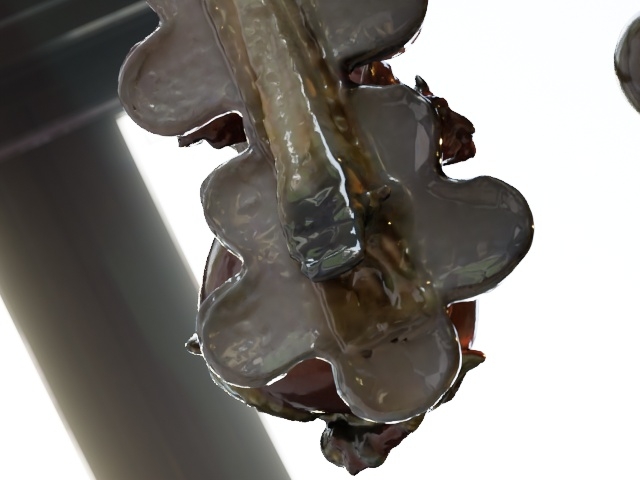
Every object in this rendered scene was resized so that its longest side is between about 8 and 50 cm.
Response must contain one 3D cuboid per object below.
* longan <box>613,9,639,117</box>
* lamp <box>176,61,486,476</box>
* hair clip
[{"bbox_3d":[0.269,-0.135,1.282,0.106,0.106,0.119,45,-17,46],"label":"longan"},{"bbox_3d":[0.008,0.005,0.929,0.151,0.223,0.215,22,-5,-41],"label":"lamp"},{"bbox_3d":[-0.009,-0.045,0.712,0.075,0.146,0.257,38,27,-54],"label":"hair clip"}]
